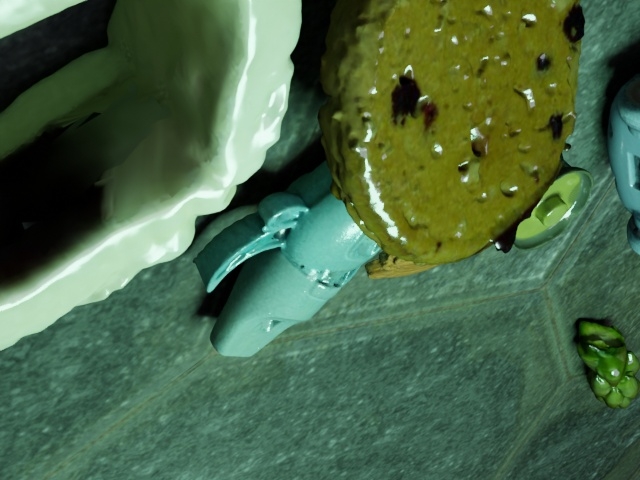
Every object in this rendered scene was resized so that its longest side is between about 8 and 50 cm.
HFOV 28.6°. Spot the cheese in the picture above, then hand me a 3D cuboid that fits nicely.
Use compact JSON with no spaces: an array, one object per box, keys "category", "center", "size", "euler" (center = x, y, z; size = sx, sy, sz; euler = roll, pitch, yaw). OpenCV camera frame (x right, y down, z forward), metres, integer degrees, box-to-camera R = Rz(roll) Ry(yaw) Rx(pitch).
[{"category":"cheese","center":[-0.172,-0.096,0.716],"size":[0.332,0.153,0.292],"euler":[-30,148,-11]}]

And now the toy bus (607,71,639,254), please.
[{"category":"toy bus","center":[0.439,-0.090,1.236],"size":[0.232,0.294,0.197],"euler":[-38,133,-25]}]

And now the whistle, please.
[{"category":"whistle","center":[0.000,0.000,1.077],"size":[0.274,0.093,0.186],"euler":[-49,150,22]}]

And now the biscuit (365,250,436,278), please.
[{"category":"biscuit","center":[0.098,0.010,1.130],"size":[0.102,0.019,0.130],"euler":[-11,167,-26]}]

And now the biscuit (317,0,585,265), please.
[{"category":"biscuit","center":[0.103,-0.124,0.966],"size":[0.296,0.075,0.296],"euler":[-17,115,-41]}]

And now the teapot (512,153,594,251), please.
[{"category":"teapot","center":[0.169,-0.064,1.137],"size":[0.130,0.119,0.165],"euler":[-49,147,14]}]

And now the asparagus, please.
[{"category":"asparagus","center":[0.403,0.178,1.730],"size":[0.080,0.080,0.287],"euler":[-36,149,-5]}]
